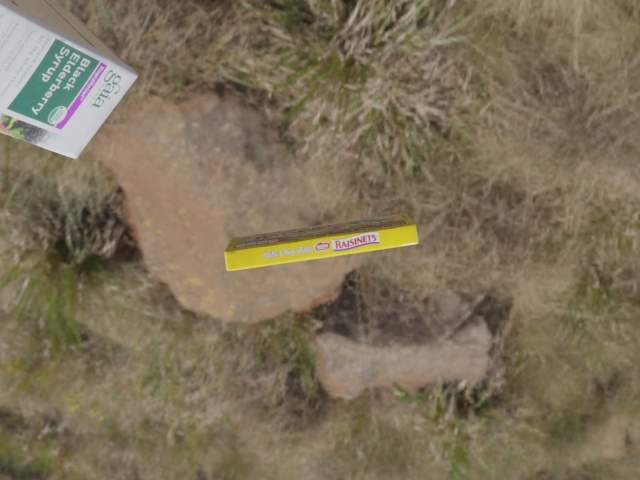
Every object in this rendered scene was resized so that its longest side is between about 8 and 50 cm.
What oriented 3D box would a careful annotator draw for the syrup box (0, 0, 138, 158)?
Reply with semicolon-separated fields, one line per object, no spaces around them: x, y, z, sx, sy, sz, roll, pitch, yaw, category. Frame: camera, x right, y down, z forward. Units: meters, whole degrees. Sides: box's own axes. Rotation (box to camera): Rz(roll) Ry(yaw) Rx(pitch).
-0.251;-0.147;0.716;0.096;0.093;0.237;42;-172;23;syrup box

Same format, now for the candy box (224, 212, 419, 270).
0.000;0.000;1.050;0.205;0.027;0.105;-8;-174;0;candy box
